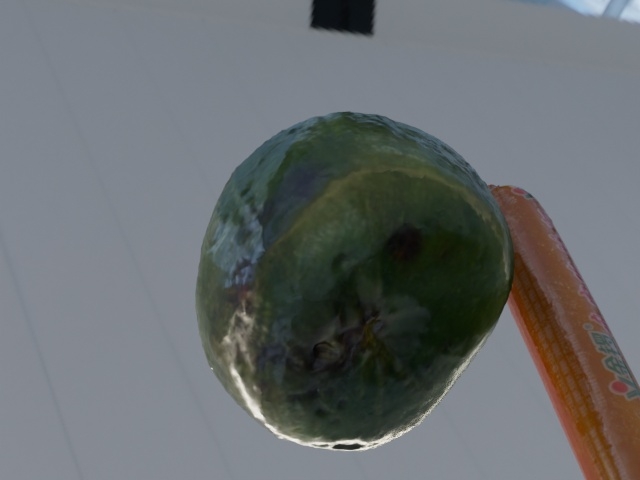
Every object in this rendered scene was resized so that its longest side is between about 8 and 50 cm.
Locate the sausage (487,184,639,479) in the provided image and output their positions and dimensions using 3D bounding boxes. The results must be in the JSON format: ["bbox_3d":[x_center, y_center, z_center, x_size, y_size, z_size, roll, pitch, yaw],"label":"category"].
[{"bbox_3d":[0.163,0.085,0.706,0.053,0.053,0.348,8,-137,-26],"label":"sausage"}]

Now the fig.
[{"bbox_3d":[0.000,0.000,0.725,0.203,0.203,0.235,5,-156,-30],"label":"fig"}]
